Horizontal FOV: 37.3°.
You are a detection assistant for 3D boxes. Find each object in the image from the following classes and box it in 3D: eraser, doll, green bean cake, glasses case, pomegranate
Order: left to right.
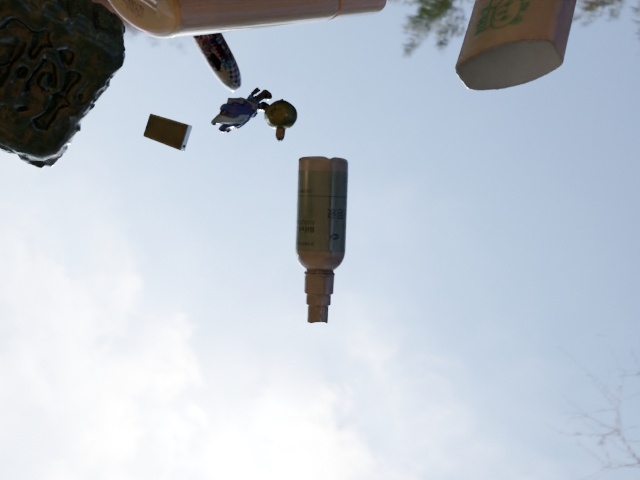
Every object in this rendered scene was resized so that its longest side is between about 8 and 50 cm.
[{"bbox_3d":[-0.526,-0.309,1.635,0.308,0.300,0.169,-51,-149,21],"label":"green bean cake"},{"bbox_3d":[-0.290,-0.520,2.397,0.076,0.327,0.125,-29,-146,2],"label":"glasses case"},{"bbox_3d":[-0.199,-0.319,2.340,0.070,0.195,0.096,32,-48,28],"label":"doll"},{"bbox_3d":[-0.082,-0.263,2.058,0.073,0.073,0.085,-9,-70,51],"label":"pomegranate"},{"bbox_3d":[0.353,-0.402,1.664,0.189,0.104,0.290,-8,-133,35],"label":"eraser"}]

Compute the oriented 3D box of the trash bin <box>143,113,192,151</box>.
[{"bbox_3d":[-0.338,-0.239,2.091,0.043,0.092,0.061,-37,145,-85],"label":"trash bin"}]

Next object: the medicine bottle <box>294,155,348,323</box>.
[{"bbox_3d":[0.000,0.000,2.013,0.110,0.110,0.352,3,-89,52],"label":"medicine bottle"}]

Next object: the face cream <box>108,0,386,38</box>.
[{"bbox_3d":[-0.091,-0.323,1.215,0.173,0.348,0.081,36,-53,34],"label":"face cream"}]
